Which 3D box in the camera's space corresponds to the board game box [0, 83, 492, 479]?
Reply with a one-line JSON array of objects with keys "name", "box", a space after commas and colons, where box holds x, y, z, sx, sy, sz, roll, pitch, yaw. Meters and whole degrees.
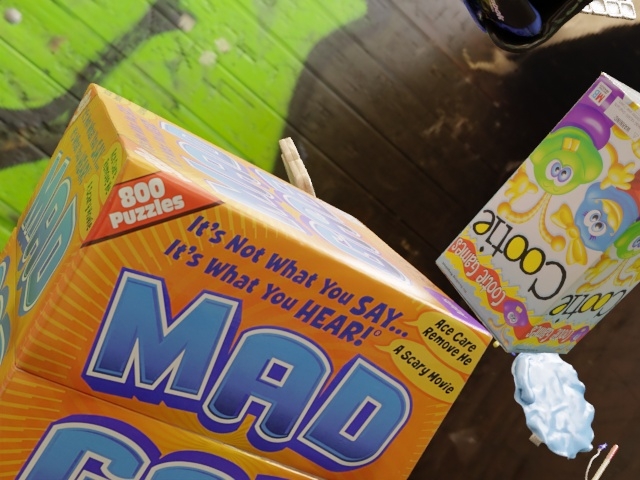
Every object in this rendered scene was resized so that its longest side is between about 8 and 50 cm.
[{"name": "board game box", "box": [-0.132, 0.109, 0.869, 0.356, 0.356, 0.356, -60, -155, 7]}]

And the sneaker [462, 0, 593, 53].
[{"name": "sneaker", "box": [0.127, -0.251, 0.729, 0.315, 0.127, 0.182, 4, -131, 27]}]

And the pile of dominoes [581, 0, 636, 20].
[{"name": "pile of dominoes", "box": [0.415, -0.446, 1.412, 0.040, 0.196, 0.251, -16, 177, 41]}]

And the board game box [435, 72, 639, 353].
[{"name": "board game box", "box": [0.287, -0.018, 0.966, 0.275, 0.144, 0.142, -52, -126, 25]}]

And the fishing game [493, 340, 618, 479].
[{"name": "fishing game", "box": [0.355, 0.252, 1.364, 0.041, 0.264, 0.189, -37, 176, 40]}]

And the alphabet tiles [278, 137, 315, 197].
[{"name": "alphabet tiles", "box": [0.000, 0.000, 1.251, 0.021, 0.284, 0.278, -19, -148, -3]}]
